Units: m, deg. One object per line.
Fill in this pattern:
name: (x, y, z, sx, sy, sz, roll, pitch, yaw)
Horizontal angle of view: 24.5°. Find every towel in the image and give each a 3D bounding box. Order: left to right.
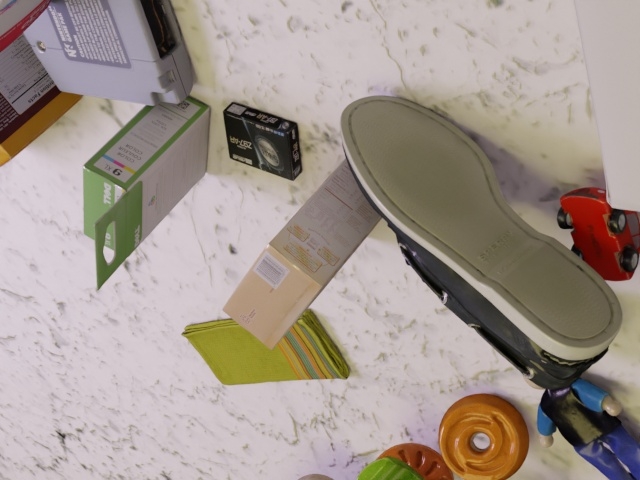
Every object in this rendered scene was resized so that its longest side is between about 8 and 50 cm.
towel: (-0.071, 0.137, 1.803, 0.237, 0.021, 0.102, -10, 119, 47)

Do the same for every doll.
doll: (0.275, 0.193, 1.530, 0.189, 0.046, 0.129, 47, 142, -9)

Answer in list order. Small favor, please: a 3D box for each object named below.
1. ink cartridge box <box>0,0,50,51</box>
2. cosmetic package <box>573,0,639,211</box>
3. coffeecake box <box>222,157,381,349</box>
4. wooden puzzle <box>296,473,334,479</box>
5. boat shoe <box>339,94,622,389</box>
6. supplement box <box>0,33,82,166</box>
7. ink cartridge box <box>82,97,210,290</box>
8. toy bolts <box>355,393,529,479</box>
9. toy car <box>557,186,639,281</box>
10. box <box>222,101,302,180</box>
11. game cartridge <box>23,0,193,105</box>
ink cartridge box: (-0.339, -0.321, 1.367, 0.226, 0.131, 0.306, 46, 151, -4)
cosmetic package: (0.289, -0.193, 1.031, 0.197, 0.155, 0.365, 12, 135, 35)
coffeecake box: (0.000, 0.000, 1.461, 0.068, 0.185, 0.142, 39, 143, 2)
wooden puzzle: (0.075, 0.449, 1.952, 0.348, 0.080, 0.322, 35, 143, 0)
boat shoe: (0.132, 0.005, 1.358, 0.340, 0.127, 0.113, 42, 148, 23)
supplement box: (-0.417, -0.175, 1.703, 0.194, 0.129, 0.191, 51, 142, -12)
ink cartridge box: (-0.199, -0.058, 1.560, 0.062, 0.209, 0.109, 27, 141, 14)
toy bolts: (0.186, 0.290, 1.680, 0.218, 0.158, 0.228, -46, 81, 14)
toy car: (0.274, 0.062, 1.391, 0.239, 0.053, 0.225, 45, 144, -4)
box: (-0.061, -0.104, 1.550, 0.083, 0.018, 0.067, 21, 139, 25)
game cartridge: (-0.254, -0.280, 1.517, 0.198, 0.062, 0.297, 16, 137, 37)
